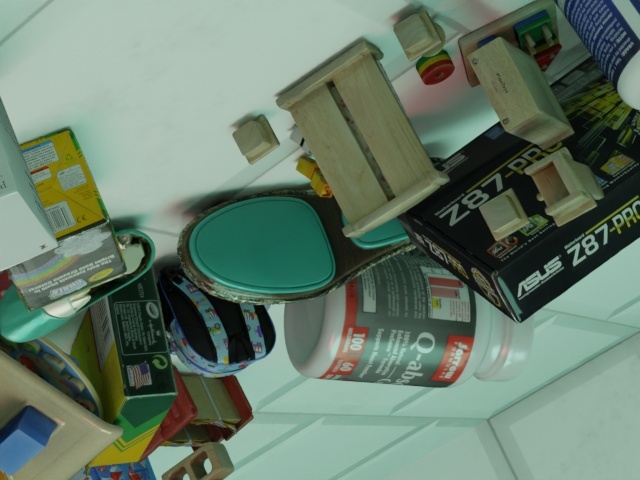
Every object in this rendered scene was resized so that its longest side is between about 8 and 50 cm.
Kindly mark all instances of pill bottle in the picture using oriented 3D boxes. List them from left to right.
[{"bbox_3d":[0.142,0.127,2.255,0.363,0.210,0.210,6,147,-22],"label":"pill bottle"},{"bbox_3d":[0.393,-0.249,1.674,0.153,0.264,0.153,-21,152,-12],"label":"pill bottle"}]

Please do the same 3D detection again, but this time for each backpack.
[{"bbox_3d":[-0.152,0.125,2.045,0.158,0.173,0.117,-8,145,-31],"label":"backpack"}]

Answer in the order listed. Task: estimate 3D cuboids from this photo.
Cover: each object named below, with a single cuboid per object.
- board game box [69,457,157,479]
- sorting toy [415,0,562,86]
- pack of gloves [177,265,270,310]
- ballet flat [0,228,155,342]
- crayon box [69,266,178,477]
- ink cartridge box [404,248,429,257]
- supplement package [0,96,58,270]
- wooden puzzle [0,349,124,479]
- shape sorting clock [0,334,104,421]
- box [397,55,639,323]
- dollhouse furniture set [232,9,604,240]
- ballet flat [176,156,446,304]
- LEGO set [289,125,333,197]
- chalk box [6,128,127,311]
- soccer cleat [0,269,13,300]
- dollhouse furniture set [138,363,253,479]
[{"bbox_3d":[-0.421,0.514,2.555,0.308,0.302,0.086,-35,157,24],"label":"board game box"},{"bbox_3d":[0.263,-0.250,1.852,0.275,0.046,0.132,-26,159,3],"label":"sorting toy"},{"bbox_3d":[-0.152,0.064,2.170,0.195,0.046,0.232,-16,148,-17],"label":"pack of gloves"},{"bbox_3d":[-0.305,0.048,1.810,0.087,0.083,0.247,-19,-168,47],"label":"ballet flat"},{"bbox_3d":[-0.297,0.199,2.079,0.081,0.202,0.318,-3,153,-23],"label":"crayon box"},{"bbox_3d":[0.245,-0.014,2.363,0.209,0.062,0.109,-8,155,-35],"label":"ink cartridge box"},{"bbox_3d":[-0.389,-0.067,1.356,0.194,0.203,0.149,-24,159,-5],"label":"supplement package"},{"bbox_3d":[-0.499,0.269,1.962,0.348,0.080,0.322,35,127,-20],"label":"wooden puzzle"},{"bbox_3d":[-0.391,0.201,2.012,0.040,0.206,0.206,-43,171,-33],"label":"shape sorting clock"},{"bbox_3d":[0.326,-0.085,1.870,0.395,0.318,0.097,-35,117,-7],"label":"box"},{"bbox_3d":[0.124,-0.087,1.745,0.356,0.303,0.174,-31,166,19],"label":"dollhouse furniture set"},{"bbox_3d":[0.000,0.000,2.031,0.483,0.164,0.182,-16,171,-27],"label":"ballet flat"},{"bbox_3d":[0.028,-0.104,1.909,0.227,0.093,0.087,6,113,-45],"label":"LEGO set"},{"bbox_3d":[-0.316,-0.013,1.667,0.132,0.132,0.213,-22,160,-10],"label":"chalk box"},{"bbox_3d":[-0.470,0.063,1.754,0.095,0.083,0.248,-29,162,24],"label":"soccer cleat"},{"bbox_3d":[-0.188,0.406,2.465,0.152,0.374,0.201,-38,154,20],"label":"dollhouse furniture set"}]
